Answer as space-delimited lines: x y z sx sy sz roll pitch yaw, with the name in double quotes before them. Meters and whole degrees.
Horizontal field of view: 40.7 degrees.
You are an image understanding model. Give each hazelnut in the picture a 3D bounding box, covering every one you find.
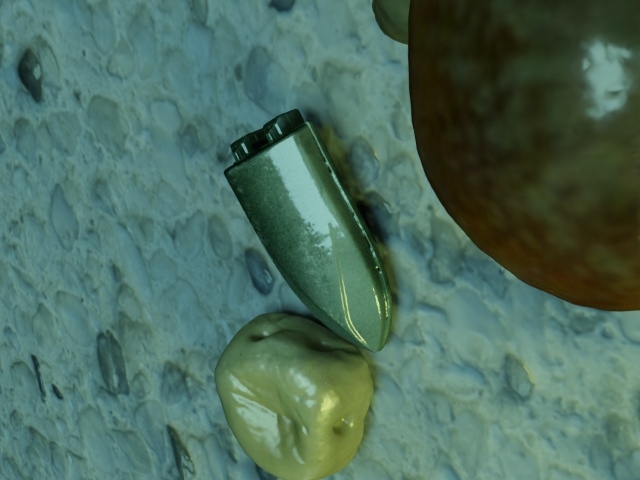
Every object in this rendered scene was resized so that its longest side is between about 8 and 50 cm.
"hazelnut" 0.247 -0.146 0.672 0.359 0.359 0.410 10 116 36

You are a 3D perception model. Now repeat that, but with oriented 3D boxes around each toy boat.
"toy boat" 0.000 0.000 1.078 0.141 0.092 0.320 -23 97 40

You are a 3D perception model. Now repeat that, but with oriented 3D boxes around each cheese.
"cheese" -0.034 0.207 1.156 0.218 0.117 0.235 -41 82 38

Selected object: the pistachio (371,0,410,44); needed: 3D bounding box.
"pistachio" 0.130 -0.258 0.869 0.184 0.124 0.125 0 106 29
